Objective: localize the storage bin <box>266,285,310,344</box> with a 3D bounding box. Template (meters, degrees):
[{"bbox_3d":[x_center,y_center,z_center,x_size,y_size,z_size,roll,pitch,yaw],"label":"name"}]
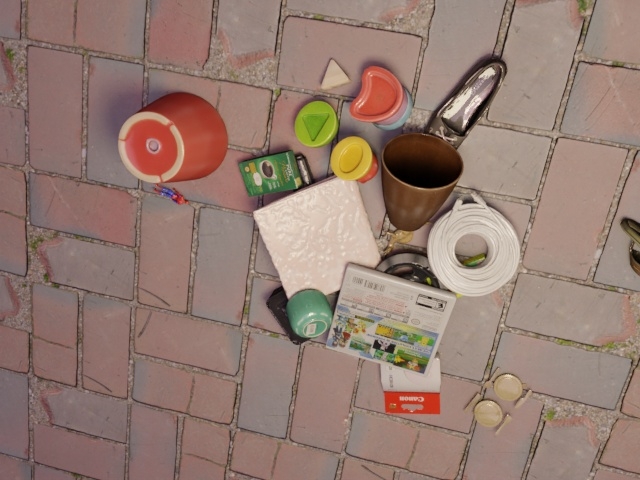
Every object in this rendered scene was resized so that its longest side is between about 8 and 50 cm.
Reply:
[{"bbox_3d":[-0.073,0.225,1.830,0.122,0.084,0.180,-31,98,18],"label":"storage bin"}]

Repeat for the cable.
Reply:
[{"bbox_3d":[0.427,0.026,1.624,0.257,0.089,0.257,40,90,2],"label":"cable"}]

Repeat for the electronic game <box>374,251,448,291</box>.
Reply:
[{"bbox_3d":[0.264,0.140,1.719,0.229,0.048,0.229,5,114,12],"label":"electronic game"}]

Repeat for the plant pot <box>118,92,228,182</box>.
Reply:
[{"bbox_3d":[-0.434,-0.284,1.656,0.274,0.243,0.275,3,107,10],"label":"plant pot"}]

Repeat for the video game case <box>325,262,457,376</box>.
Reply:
[{"bbox_3d":[0.204,0.243,1.731,0.328,0.036,0.300,16,116,4],"label":"video game case"}]

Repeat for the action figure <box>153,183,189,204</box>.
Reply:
[{"bbox_3d":[-0.469,-0.144,1.820,0.115,0.030,0.038,29,116,-4],"label":"action figure"}]

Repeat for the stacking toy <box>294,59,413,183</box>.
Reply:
[{"bbox_3d":[0.097,-0.333,1.619,0.279,0.130,0.309,34,99,27],"label":"stacking toy"}]

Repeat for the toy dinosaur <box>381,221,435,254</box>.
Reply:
[{"bbox_3d":[0.247,-0.032,1.713,0.183,0.053,0.092,-36,114,24],"label":"toy dinosaur"}]

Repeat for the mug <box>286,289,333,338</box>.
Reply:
[{"bbox_3d":[-0.021,0.231,1.704,0.129,0.097,0.157,-39,132,14],"label":"mug"}]

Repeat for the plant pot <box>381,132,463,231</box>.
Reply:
[{"bbox_3d":[0.256,-0.137,1.582,0.215,0.215,0.230,15,140,6],"label":"plant pot"}]

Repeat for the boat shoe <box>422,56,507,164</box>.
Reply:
[{"bbox_3d":[0.377,-0.345,1.554,0.112,0.095,0.335,34,110,-1],"label":"boat shoe"}]

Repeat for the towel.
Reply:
[{"bbox_3d":[0.000,0.000,1.706,0.316,0.053,0.332,-21,109,-4],"label":"towel"}]

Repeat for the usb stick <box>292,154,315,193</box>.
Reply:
[{"bbox_3d":[-0.036,-0.119,1.735,0.077,0.045,0.278,-14,104,22],"label":"usb stick"}]

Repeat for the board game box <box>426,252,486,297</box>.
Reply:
[{"bbox_3d":[0.419,0.116,1.720,0.181,0.043,0.092,-23,102,17],"label":"board game box"}]

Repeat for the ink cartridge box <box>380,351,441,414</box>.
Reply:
[{"bbox_3d":[0.292,0.469,1.852,0.189,0.066,0.232,-2,103,11],"label":"ink cartridge box"}]

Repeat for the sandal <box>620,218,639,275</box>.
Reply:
[{"bbox_3d":[0.907,0.074,1.577,0.086,0.120,0.303,-32,100,32],"label":"sandal"}]

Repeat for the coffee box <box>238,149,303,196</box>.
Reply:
[{"bbox_3d":[-0.149,-0.197,1.709,0.184,0.040,0.113,-8,107,32],"label":"coffee box"}]

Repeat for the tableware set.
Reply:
[{"bbox_3d":[0.562,0.502,1.818,0.128,0.039,0.194,35,105,11],"label":"tableware set"}]
